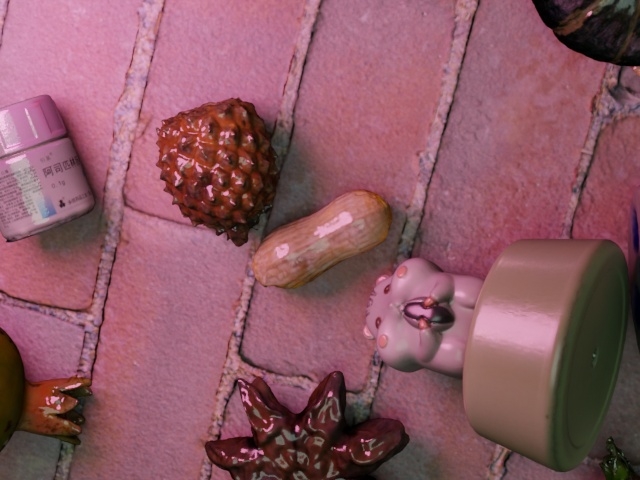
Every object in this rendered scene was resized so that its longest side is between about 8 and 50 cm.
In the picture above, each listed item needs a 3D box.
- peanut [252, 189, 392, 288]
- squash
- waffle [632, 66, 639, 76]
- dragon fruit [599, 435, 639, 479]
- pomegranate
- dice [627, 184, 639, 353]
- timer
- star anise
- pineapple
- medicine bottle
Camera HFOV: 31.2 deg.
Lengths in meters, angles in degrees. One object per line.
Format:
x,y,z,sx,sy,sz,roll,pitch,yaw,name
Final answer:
0.000,0.000,1.526,0.207,0.087,0.087,-28,97,10,peanut
0.375,-0.338,1.388,0.252,0.165,0.252,0,99,0,squash
0.472,-0.151,1.440,0.191,0.125,0.032,28,130,-2,waffle
0.412,0.363,1.533,0.135,0.137,0.236,-26,99,-6,dragon fruit
-0.464,0.217,1.536,0.286,0.231,0.231,20,102,2,pomegranate
0.522,0.052,1.407,0.259,0.251,0.243,-1,103,5,dice
0.203,0.116,1.467,0.315,0.291,0.290,12,103,27,timer
-0.019,0.328,1.579,0.315,0.108,0.315,0,93,4,star anise
-0.130,-0.084,1.489,0.166,0.166,0.193,-14,98,8,pineapple
-0.387,-0.096,1.519,0.135,0.135,0.168,-20,98,8,medicine bottle
